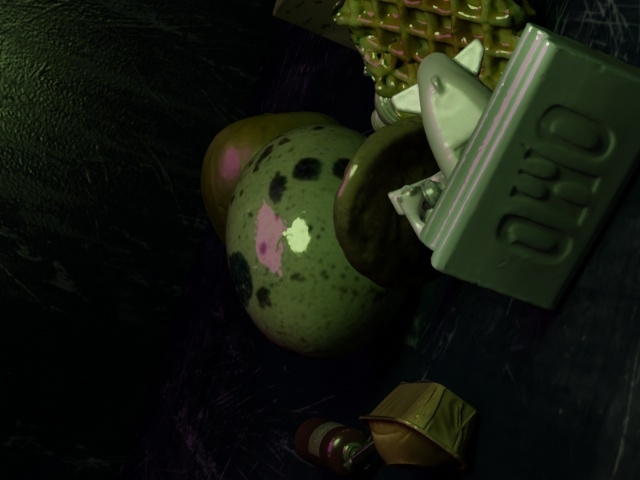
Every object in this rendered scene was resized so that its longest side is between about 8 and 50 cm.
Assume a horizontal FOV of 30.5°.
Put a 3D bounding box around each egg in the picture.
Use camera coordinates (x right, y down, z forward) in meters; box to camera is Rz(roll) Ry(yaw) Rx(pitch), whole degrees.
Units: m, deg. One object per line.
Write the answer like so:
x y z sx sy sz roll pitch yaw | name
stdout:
0.000 0.000 1.724 0.287 0.287 0.379 126 162 -46 | egg

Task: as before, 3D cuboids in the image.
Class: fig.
-0.068 -0.073 2.119 0.316 0.316 0.316 -160 90 -75 | fig

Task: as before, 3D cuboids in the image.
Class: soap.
0.235 -0.074 1.236 0.087 0.160 0.265 -104 37 -64 | soap

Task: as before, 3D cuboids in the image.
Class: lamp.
0.129 -0.218 1.914 0.193 0.106 0.106 142 145 -76 | lamp

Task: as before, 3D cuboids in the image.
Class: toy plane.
0.191 -0.110 1.380 0.122 0.267 0.267 15 -84 -64 | toy plane

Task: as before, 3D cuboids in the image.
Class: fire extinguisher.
0.035 0.288 1.682 0.099 0.071 0.231 -45 9 -16 | fire extinguisher

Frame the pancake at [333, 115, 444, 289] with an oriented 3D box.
0.124 -0.047 1.496 0.050 0.242 0.242 24 95 49 | pancake

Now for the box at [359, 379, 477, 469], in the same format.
0.115 0.228 1.399 0.177 0.111 0.111 154 133 -70 | box

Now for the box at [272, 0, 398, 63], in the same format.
0.113 -0.412 1.839 0.225 0.297 0.190 138 151 -62 | box

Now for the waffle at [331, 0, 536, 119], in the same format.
0.157 -0.297 1.630 0.073 0.317 0.297 -36 -3 -39 | waffle
